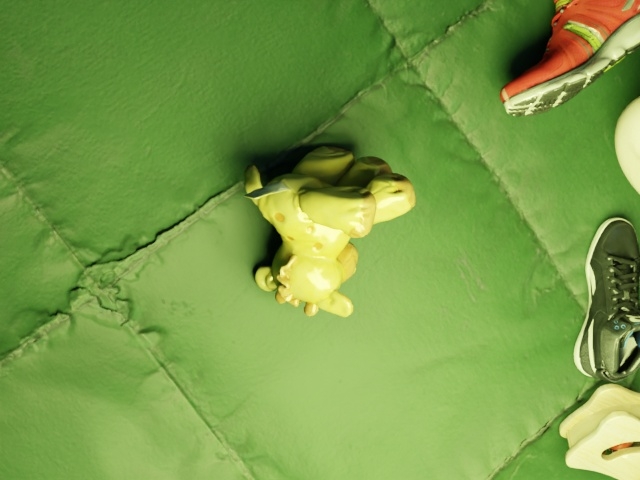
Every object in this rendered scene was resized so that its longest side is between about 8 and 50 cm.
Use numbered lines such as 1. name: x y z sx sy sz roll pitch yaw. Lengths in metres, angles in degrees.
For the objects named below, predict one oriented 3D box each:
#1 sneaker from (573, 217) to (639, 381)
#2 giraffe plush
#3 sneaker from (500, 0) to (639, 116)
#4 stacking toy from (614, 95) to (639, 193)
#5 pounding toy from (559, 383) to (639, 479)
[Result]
1. sneaker: 0.403 0.081 1.757 0.079 0.121 0.217 8 91 -17
2. giraffe plush: 0.000 0.000 1.628 0.210 0.181 0.170 -12 118 -26
3. sneaker: 0.331 -0.262 1.742 0.279 0.107 0.118 -35 84 -14
4. stacking toy: 0.620 -0.248 1.739 0.350 0.350 0.480 33 69 -16
5. pounding toy: 0.453 0.279 1.813 0.269 0.155 0.154 17 117 -7
